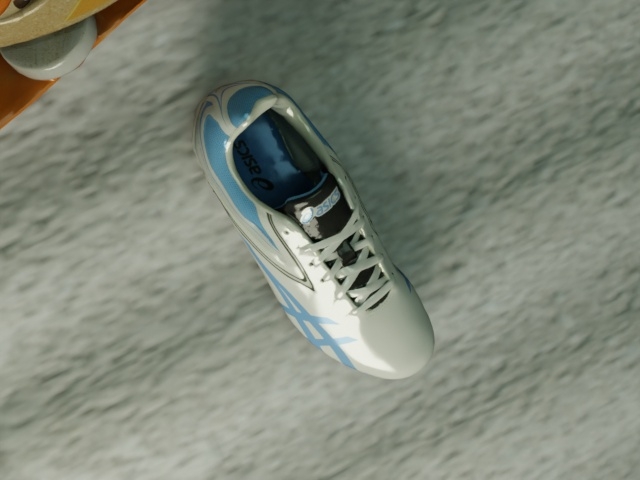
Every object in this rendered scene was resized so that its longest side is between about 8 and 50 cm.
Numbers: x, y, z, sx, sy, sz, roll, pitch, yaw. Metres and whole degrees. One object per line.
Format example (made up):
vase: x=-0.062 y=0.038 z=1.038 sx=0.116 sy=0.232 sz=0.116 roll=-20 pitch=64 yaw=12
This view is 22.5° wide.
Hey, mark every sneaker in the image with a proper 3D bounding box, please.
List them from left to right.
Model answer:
sneaker: x=0.000 y=0.000 z=1.050 sx=0.085 sy=0.086 sz=0.237 roll=-40 pitch=107 yaw=-13

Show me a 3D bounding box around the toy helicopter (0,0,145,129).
toy helicopter: x=-0.114 y=-0.162 z=0.940 sx=0.355 sy=0.235 sz=0.140 roll=-8 pitch=64 yaw=-17
